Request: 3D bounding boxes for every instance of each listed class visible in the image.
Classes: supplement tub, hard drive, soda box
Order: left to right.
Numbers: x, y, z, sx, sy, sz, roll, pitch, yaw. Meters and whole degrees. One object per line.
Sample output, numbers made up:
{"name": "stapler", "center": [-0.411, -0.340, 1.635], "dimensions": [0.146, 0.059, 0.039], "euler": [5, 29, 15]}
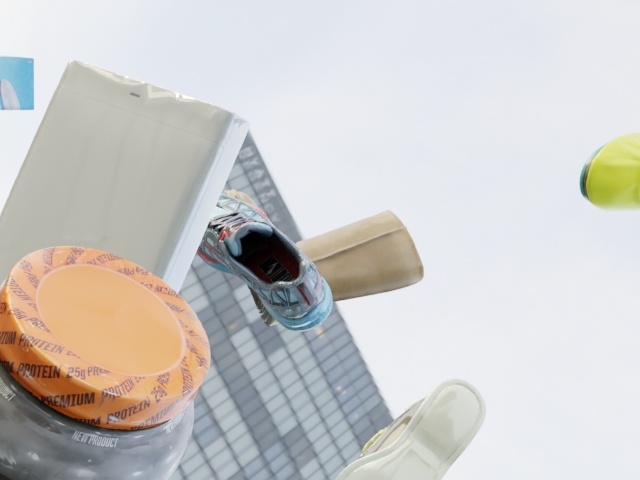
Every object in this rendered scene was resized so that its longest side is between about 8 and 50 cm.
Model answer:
{"name": "soda box", "center": [-0.464, -0.199, 1.042], "dimensions": [0.067, 0.210, 0.071], "euler": [11, -76, 34]}
{"name": "supplement tub", "center": [-0.134, 0.102, 0.384], "dimensions": [0.117, 0.117, 0.190], "euler": [44, -65, 19]}
{"name": "hard drive", "center": [-0.204, 0.009, 0.724], "dimensions": [0.203, 0.040, 0.307], "euler": [22, -93, 30]}

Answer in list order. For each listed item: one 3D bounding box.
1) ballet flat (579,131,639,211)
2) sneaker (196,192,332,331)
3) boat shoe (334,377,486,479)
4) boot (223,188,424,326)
{"name": "ballet flat", "center": [0.347, -0.067, 0.835], "dimensions": [0.077, 0.231, 0.077], "euler": [15, -75, 43]}
{"name": "sneaker", "center": [-0.088, -0.002, 1.065], "dimensions": [0.262, 0.104, 0.125], "euler": [36, -17, 27]}
{"name": "boat shoe", "center": [0.100, 0.308, 1.105], "dimensions": [0.109, 0.305, 0.091], "euler": [45, -25, 9]}
{"name": "boot", "center": [0.000, 0.000, 1.326], "dimensions": [0.236, 0.269, 0.089], "euler": [68, -23, 11]}
